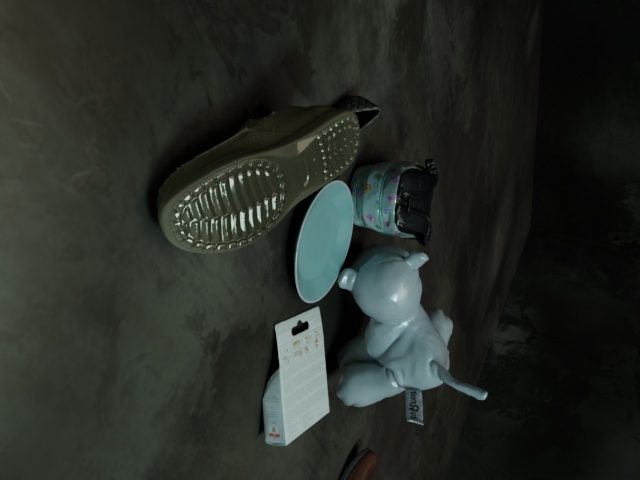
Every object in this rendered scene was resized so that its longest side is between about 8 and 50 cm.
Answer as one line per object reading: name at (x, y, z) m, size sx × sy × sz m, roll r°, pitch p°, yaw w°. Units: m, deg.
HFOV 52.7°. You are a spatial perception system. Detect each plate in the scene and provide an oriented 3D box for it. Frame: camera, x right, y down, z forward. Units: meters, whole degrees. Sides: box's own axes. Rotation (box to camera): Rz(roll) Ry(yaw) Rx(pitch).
plate at (0.000, 0.000, 0.966) m, size 0.188 × 0.024 × 0.188 m, roll -44°, pitch 142°, yaw -49°

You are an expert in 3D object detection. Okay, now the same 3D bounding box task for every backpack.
backpack at (0.124, -0.066, 1.087) m, size 0.182 × 0.115 × 0.152 m, roll -2°, pitch 94°, yaw -64°

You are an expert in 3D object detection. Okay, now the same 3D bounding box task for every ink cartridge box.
ink cartridge box at (-0.042, 0.203, 0.995) m, size 0.145 × 0.045 × 0.179 m, roll -14°, pitch 98°, yaw -62°

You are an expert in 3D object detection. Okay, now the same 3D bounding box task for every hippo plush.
hippo plush at (0.098, 0.138, 1.084) m, size 0.294 × 0.234 × 0.237 m, roll -90°, pitch 156°, yaw -73°

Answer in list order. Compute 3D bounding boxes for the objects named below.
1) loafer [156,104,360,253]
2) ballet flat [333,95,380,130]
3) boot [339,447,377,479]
loafer at (-0.070, -0.074, 0.699) m, size 0.268 × 0.092 × 0.102 m, roll -31°, pitch 131°, yaw -36°
ballet flat at (0.031, -0.158, 0.910) m, size 0.173 × 0.049 × 0.058 m, roll -53°, pitch 147°, yaw -41°
boot at (0.153, 0.592, 1.317) m, size 0.264 × 0.280 × 0.096 m, roll -61°, pitch 152°, yaw -28°
